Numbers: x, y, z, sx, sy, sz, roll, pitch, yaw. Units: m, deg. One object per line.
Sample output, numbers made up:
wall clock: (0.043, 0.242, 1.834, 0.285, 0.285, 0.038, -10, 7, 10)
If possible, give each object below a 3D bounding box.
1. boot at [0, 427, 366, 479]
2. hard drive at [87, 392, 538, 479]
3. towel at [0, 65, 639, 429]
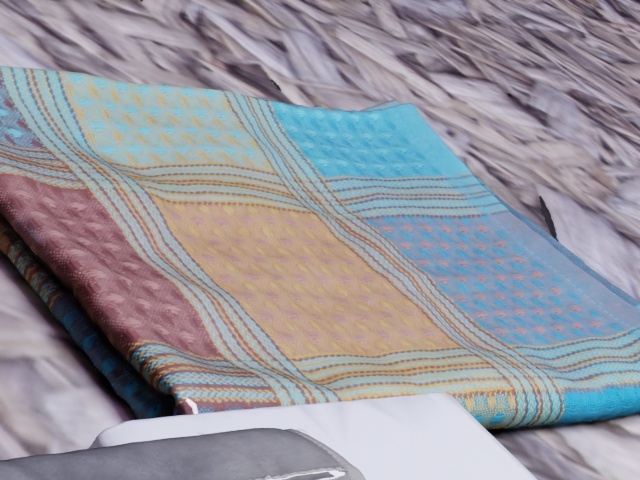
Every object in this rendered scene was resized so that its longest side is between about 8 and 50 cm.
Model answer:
boot: (-0.092, 0.073, 0.510, 0.208, 0.076, 0.189, -11, 56, -31)
hard drive: (0.077, 0.167, 0.604, 0.203, 0.040, 0.307, 1, 36, -49)
towel: (0.000, 0.000, 0.872, 0.370, 0.040, 0.271, 2, 34, -48)
